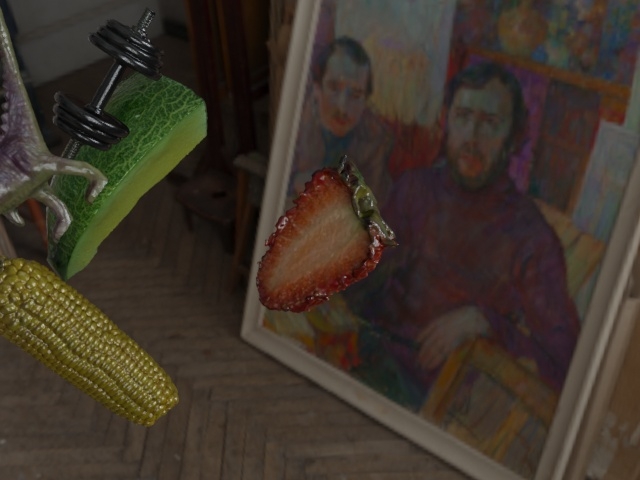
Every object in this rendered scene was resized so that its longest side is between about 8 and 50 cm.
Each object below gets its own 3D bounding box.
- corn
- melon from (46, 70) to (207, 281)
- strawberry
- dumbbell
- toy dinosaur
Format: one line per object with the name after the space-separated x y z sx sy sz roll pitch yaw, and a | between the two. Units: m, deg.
-0.312 0.131 1.184 0.106 0.305 0.106 -43 19 19 | corn
-0.306 -0.093 1.320 0.196 0.124 0.323 27 77 46 | melon
0.004 0.000 1.213 0.087 0.208 0.167 11 53 -55 | strawberry
-0.254 -0.184 1.088 0.099 0.208 0.099 31 6 -4 | dumbbell
-0.321 -0.099 0.949 0.251 0.200 0.072 -59 18 -3 | toy dinosaur
